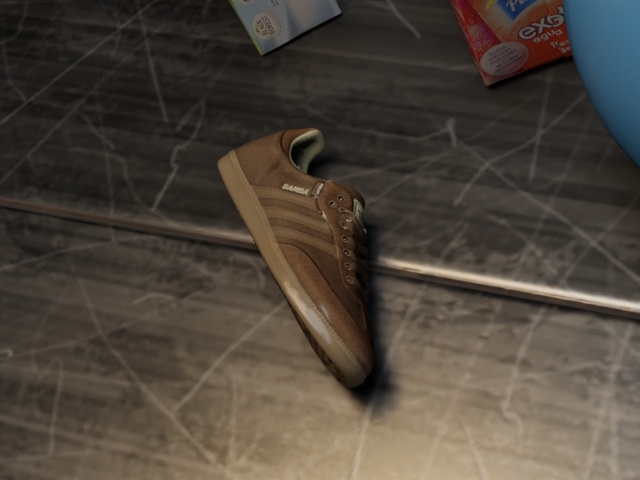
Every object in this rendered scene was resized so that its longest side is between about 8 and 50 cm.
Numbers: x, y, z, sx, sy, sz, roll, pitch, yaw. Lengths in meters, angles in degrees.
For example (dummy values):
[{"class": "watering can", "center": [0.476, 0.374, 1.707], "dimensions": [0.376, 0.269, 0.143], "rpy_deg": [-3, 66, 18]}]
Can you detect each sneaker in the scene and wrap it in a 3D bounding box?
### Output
[{"class": "sneaker", "center": [0.000, 0.000, 1.032], "dimensions": [0.071, 0.066, 0.188], "rpy_deg": [-29, 54, -1]}]

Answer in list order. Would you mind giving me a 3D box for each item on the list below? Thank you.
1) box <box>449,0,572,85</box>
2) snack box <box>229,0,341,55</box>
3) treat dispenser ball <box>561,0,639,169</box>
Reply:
[{"class": "box", "center": [0.113, -0.245, 1.113], "dimensions": [0.122, 0.128, 0.257], "rpy_deg": [-21, 53, 6]}, {"class": "snack box", "center": [-0.075, -0.254, 1.156], "dimensions": [0.070, 0.174, 0.207], "rpy_deg": [-29, 53, 1]}, {"class": "treat dispenser ball", "center": [0.268, -0.138, 0.891], "dimensions": [0.288, 0.288, 0.288], "rpy_deg": [-9, 56, 14]}]
